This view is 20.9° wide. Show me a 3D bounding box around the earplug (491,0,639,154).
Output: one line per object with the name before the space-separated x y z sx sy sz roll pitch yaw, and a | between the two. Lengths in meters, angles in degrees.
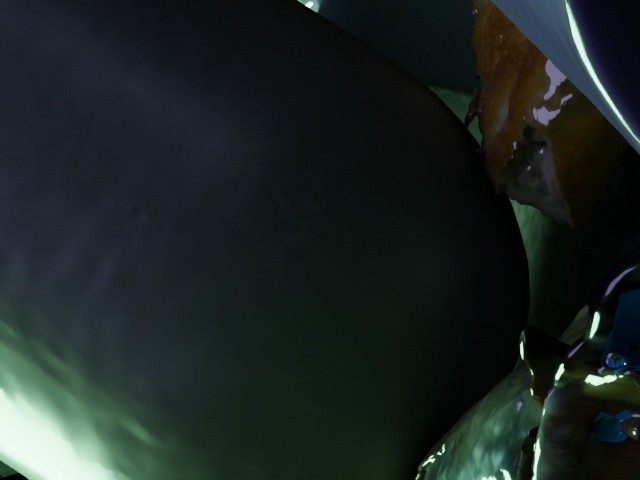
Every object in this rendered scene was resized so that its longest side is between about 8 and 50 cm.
earplug | 0.112 -0.159 0.587 0.456 0.215 0.215 -121 44 -69

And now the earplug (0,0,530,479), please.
earplug | -0.087 0.002 0.952 0.312 0.394 0.312 -47 -22 -25

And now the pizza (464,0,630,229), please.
pizza | 0.144 -0.169 0.889 0.226 0.086 0.335 170 112 -76

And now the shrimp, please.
shrimp | 0.102 0.137 0.720 0.445 0.110 0.221 110 163 -51

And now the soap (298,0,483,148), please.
soap | 0.000 0.000 1.278 0.446 0.156 0.261 114 165 -46

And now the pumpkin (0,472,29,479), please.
pumpkin | -0.254 0.430 1.605 0.454 0.344 0.454 20 -90 -82
